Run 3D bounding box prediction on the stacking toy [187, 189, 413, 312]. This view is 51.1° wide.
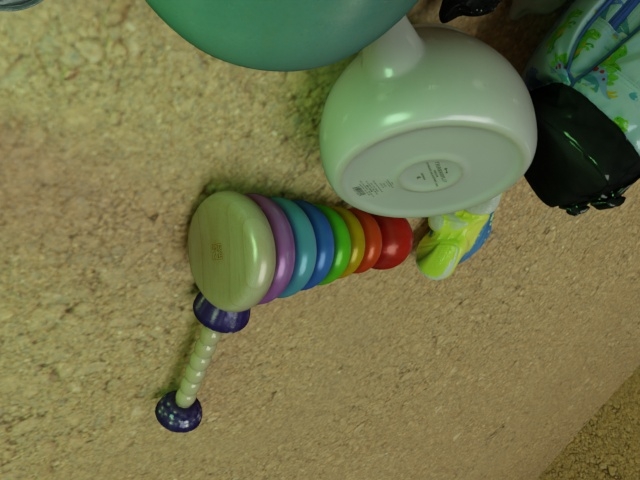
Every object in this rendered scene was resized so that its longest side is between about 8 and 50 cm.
[{"bbox_3d":[0.000,0.000,0.868,0.330,0.141,0.141,-7,133,-45],"label":"stacking toy"}]

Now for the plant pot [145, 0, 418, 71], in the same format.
[{"bbox_3d":[-0.025,-0.259,0.445,0.293,0.293,0.235,-22,153,-21],"label":"plant pot"}]

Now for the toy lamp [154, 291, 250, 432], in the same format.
[{"bbox_3d":[-0.158,0.151,0.920,0.080,0.080,0.274,-4,133,-37],"label":"toy lamp"}]

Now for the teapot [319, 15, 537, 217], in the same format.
[{"bbox_3d":[0.116,-0.150,0.759,0.253,0.186,0.256,7,153,-20],"label":"teapot"}]

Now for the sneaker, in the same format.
[{"bbox_3d":[0.233,-0.051,1.050,0.126,0.091,0.240,-17,141,-55],"label":"sneaker"}]

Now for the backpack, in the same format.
[{"bbox_3d":[0.391,-0.231,0.820,0.356,0.273,0.290,-34,175,6],"label":"backpack"}]

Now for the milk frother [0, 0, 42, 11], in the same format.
[{"bbox_3d":[-0.246,-0.219,0.407,0.143,0.135,0.129,-9,120,-36],"label":"milk frother"}]

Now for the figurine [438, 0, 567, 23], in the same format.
[{"bbox_3d":[0.246,-0.337,0.749,0.215,0.092,0.209,-14,144,-37],"label":"figurine"}]
